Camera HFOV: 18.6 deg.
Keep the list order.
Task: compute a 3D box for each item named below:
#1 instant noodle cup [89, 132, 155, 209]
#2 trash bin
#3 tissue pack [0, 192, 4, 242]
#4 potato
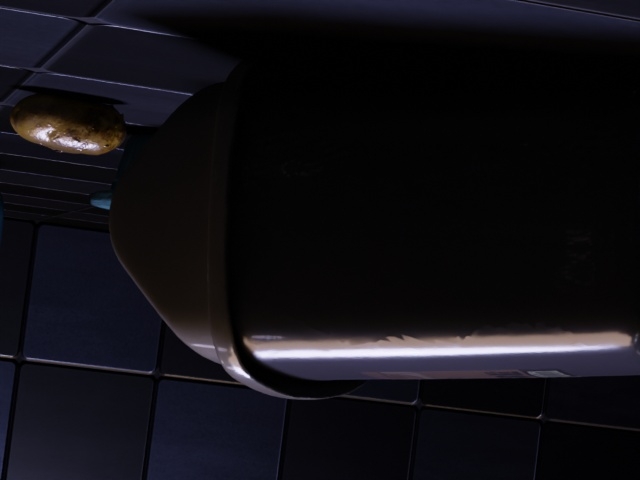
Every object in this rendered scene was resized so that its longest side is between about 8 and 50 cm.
[{"bbox_3d":[-0.079,-0.045,1.577,0.179,0.070,0.157,5,175,44],"label":"instant noodle cup"},{"bbox_3d":[0.055,-0.005,1.037,0.290,0.182,0.209,0,174,24],"label":"trash bin"},{"bbox_3d":[-0.484,-0.004,2.082,0.287,0.198,0.206,10,178,-20],"label":"tissue pack"},{"bbox_3d":[-0.177,-0.081,1.377,0.083,0.040,0.051,7,172,-20],"label":"potato"}]
